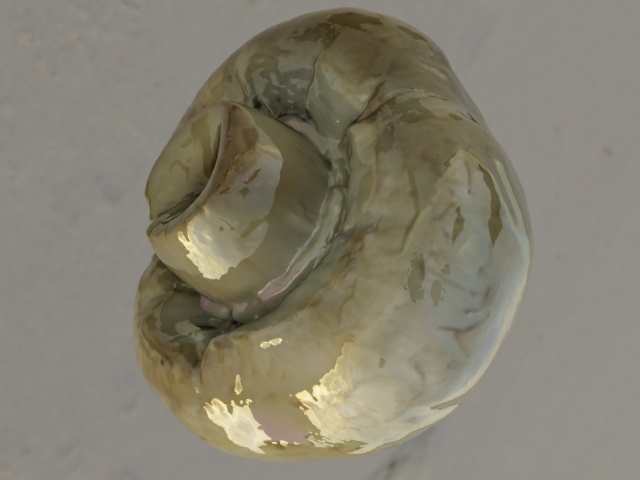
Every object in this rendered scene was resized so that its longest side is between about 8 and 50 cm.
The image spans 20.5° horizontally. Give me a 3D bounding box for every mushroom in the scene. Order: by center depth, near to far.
[{"bbox_3d":[0.000,0.000,0.550,0.112,0.148,0.148,30,103,-31],"label":"mushroom"}]
